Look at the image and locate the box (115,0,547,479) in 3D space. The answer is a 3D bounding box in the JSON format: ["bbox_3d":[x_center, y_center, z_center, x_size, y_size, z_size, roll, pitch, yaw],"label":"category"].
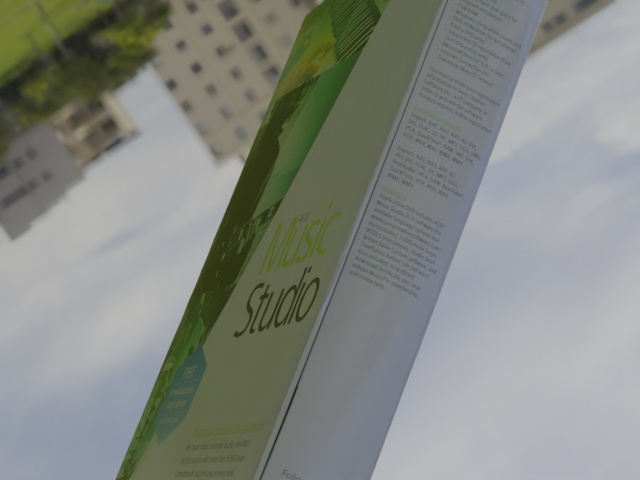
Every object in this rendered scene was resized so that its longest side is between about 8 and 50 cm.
[{"bbox_3d":[0.000,0.000,0.846,0.232,0.058,0.322,-20,-135,66],"label":"box"}]
